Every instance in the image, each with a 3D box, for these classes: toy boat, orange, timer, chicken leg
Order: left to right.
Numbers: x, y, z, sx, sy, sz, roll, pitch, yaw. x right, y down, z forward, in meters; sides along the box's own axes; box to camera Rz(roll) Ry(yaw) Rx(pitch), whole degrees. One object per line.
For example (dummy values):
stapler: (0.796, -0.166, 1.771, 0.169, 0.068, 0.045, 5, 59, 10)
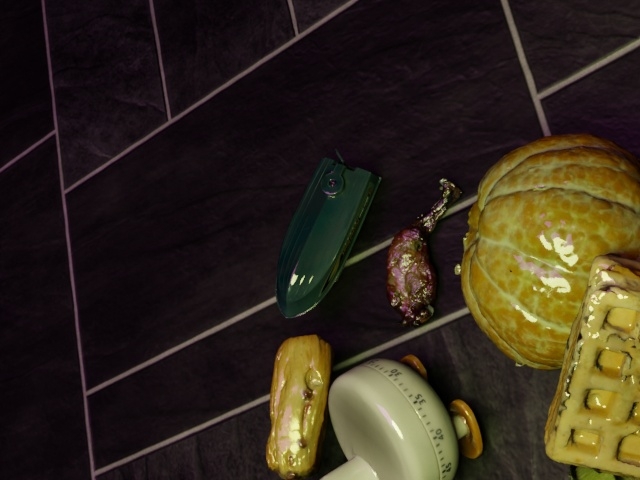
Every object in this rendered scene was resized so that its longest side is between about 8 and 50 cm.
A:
toy boat: (0.002, 0.000, 1.852, 0.114, 0.122, 0.296, 20, 81, 22)
timer: (0.090, 0.304, 1.621, 0.233, 0.240, 0.233, 45, 149, 36)
chicken leg: (0.164, 0.019, 1.764, 0.106, 0.051, 0.253, 11, 84, 35)
orange: (0.321, 0.015, 1.458, 0.249, 0.329, 0.329, 15, 87, 3)

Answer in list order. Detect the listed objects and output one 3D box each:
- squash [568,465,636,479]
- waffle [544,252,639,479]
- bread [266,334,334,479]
squash: (0.422, 0.347, 1.351, 0.133, 0.220, 0.220, -40, 56, 23)
waffle: (0.475, 0.174, 1.260, 0.376, 0.114, 0.261, 12, 113, 9)
bread: (-0.037, 0.274, 1.757, 0.099, 0.210, 0.235, 8, 78, 4)
